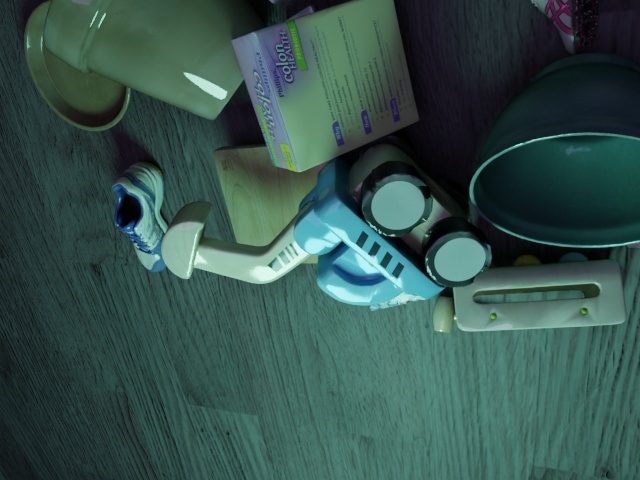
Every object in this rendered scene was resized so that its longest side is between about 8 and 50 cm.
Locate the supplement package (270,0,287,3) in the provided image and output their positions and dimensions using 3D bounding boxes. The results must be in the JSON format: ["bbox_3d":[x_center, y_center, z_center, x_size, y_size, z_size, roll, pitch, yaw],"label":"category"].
[{"bbox_3d":[-0.025,-0.523,0.730,0.198,0.199,0.262,44,125,-5],"label":"supplement package"}]

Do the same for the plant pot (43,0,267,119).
[{"bbox_3d":[-0.248,-0.369,0.875,0.280,0.323,0.323,34,127,-18],"label":"plant pot"}]

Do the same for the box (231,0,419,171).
[{"bbox_3d":[0.013,-0.259,0.832,0.117,0.242,0.214,26,139,59],"label":"box"}]

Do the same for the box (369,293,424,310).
[{"bbox_3d":[0.155,0.097,1.110,0.136,0.027,0.094,-16,112,29],"label":"box"}]

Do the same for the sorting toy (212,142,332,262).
[{"bbox_3d":[-0.064,-0.086,1.061,0.255,0.089,0.257,0,117,22],"label":"sorting toy"}]

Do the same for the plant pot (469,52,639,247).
[{"bbox_3d":[0.383,-0.141,0.746,0.292,0.197,0.293,14,157,6],"label":"plant pot"}]

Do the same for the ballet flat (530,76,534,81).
[{"bbox_3d":[0.418,-0.257,0.796,0.168,0.057,0.053,10,93,13],"label":"ballet flat"}]

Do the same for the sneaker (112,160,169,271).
[{"bbox_3d":[-0.440,-0.036,1.221,0.111,0.131,0.297,10,122,15],"label":"sneaker"}]

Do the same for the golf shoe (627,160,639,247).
[{"bbox_3d":[0.524,-0.058,0.849,0.086,0.069,0.176,-19,108,36],"label":"golf shoe"}]

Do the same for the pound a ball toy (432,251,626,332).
[{"bbox_3d":[0.369,0.102,0.968,0.318,0.208,0.136,-5,79,15],"label":"pound a ball toy"}]

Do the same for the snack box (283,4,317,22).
[{"bbox_3d":[0.001,-0.332,0.936,0.064,0.022,0.178,-20,109,29],"label":"snack box"}]

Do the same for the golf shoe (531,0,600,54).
[{"bbox_3d":[0.355,-0.366,0.754,0.086,0.067,0.186,10,132,55],"label":"golf shoe"}]

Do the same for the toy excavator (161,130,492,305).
[{"bbox_3d":[0.000,0.000,0.904,0.432,0.222,0.445,39,114,-19],"label":"toy excavator"}]

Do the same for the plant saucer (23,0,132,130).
[{"bbox_3d":[-0.525,-0.381,1.117,0.277,0.041,0.278,10,120,17],"label":"plant saucer"}]
